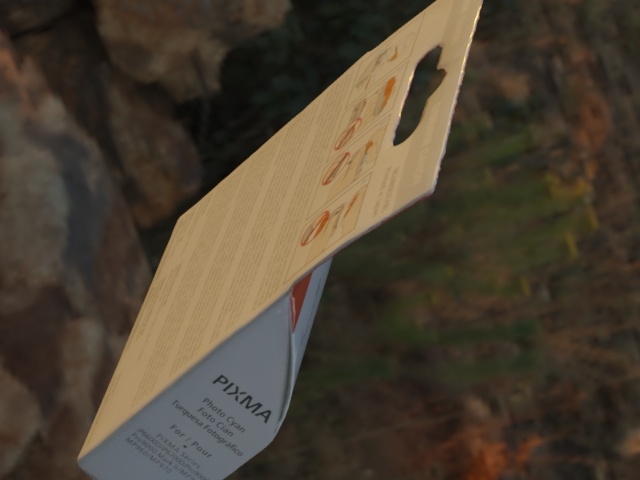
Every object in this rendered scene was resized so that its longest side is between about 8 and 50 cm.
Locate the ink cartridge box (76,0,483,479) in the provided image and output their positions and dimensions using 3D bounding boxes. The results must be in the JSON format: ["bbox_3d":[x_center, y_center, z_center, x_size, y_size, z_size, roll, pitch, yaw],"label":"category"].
[{"bbox_3d":[0.000,0.000,1.343,0.091,0.385,0.308,40,36,-17],"label":"ink cartridge box"}]
